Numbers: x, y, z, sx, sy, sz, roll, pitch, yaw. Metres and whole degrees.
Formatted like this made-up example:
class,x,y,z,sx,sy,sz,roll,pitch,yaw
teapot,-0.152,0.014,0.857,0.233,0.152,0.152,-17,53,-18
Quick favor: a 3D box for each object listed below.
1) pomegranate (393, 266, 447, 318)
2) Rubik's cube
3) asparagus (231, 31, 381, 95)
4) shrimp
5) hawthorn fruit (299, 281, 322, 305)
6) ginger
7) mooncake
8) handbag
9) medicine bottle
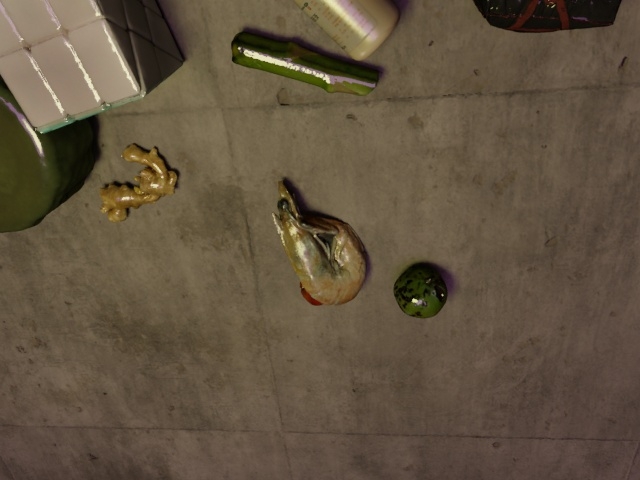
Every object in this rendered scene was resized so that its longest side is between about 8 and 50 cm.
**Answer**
class,x,y,z,sx,sy,sz,roll,pitch,yaw
pomegranate,0.226,0.127,1.241,0.122,0.122,0.161,4,150,4
Rubik's cube,-0.407,-0.348,0.933,0.225,0.231,0.221,-14,120,14
asparagus,-0.028,-0.323,1.008,0.278,0.060,0.067,17,103,-4
shrimp,0.000,0.000,1.194,0.168,0.077,0.317,-32,107,-21
hawthorn fruit,-0.002,0.107,1.271,0.093,0.093,0.093,3,123,5
ginger,-0.401,-0.113,1.188,0.177,0.052,0.193,10,122,7
mooncake,-0.643,-0.203,1.078,0.357,0.194,0.356,4,120,8
handbag,0.347,-0.404,0.844,0.216,0.169,0.155,3,123,4
medicine bottle,0.011,-0.424,0.903,0.252,0.114,0.114,39,119,-18
